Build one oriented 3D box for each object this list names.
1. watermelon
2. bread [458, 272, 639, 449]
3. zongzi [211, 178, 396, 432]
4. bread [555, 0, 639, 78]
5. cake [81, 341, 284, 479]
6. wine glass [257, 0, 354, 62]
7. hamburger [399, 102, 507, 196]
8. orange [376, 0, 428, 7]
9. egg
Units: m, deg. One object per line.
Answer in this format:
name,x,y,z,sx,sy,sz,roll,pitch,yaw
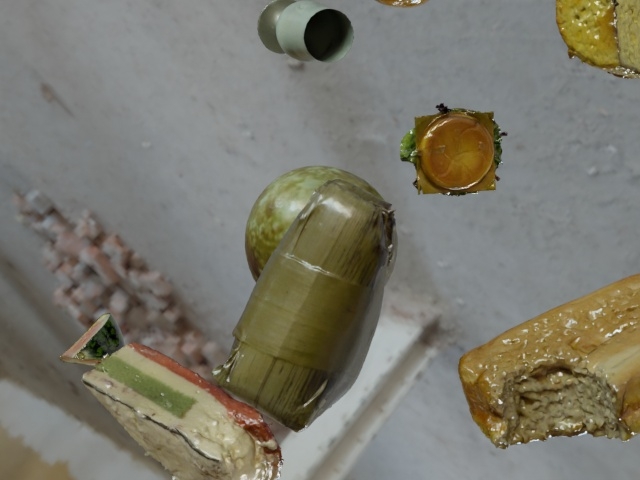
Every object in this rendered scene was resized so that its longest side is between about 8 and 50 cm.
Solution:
watermelon,-0.299,0.152,1.487,0.069,0.087,0.163,48,162,-9
bread,0.328,0.107,1.039,0.185,0.380,0.109,-139,30,-64
zongzi,0.016,0.075,1.297,0.145,0.274,0.300,26,-178,16
bread,0.481,-0.397,1.867,0.147,0.160,0.261,-6,92,41
cake,-0.135,0.175,1.101,0.220,0.086,0.117,47,137,10
wine glass,-0.023,-0.314,1.625,0.093,0.093,0.202,52,171,-26
hamburger,0.230,-0.156,1.908,0.189,0.164,0.093,7,-173,-10
orange,0.121,-0.428,1.617,0.159,0.159,0.136,42,155,-1
egg,0.000,0.000,1.672,0.238,0.238,0.289,36,171,14
